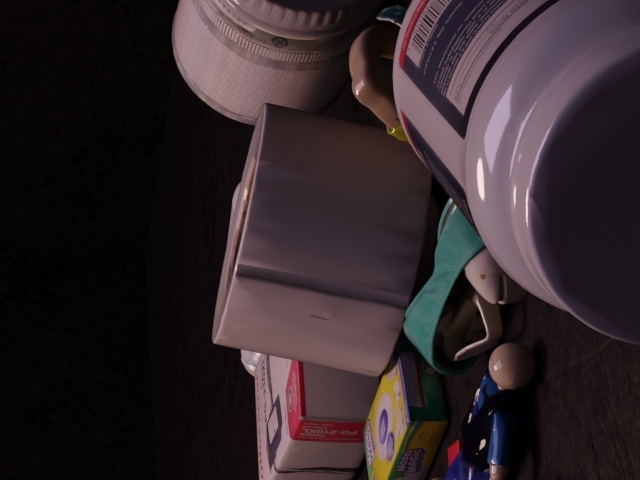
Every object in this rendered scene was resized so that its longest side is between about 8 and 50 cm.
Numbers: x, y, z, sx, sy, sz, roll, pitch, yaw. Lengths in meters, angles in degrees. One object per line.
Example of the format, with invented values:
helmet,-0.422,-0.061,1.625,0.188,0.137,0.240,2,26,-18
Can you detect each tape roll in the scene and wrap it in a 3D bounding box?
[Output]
tape roll,0.000,0.000,1.647,0.246,0.169,0.246,-168,90,-83

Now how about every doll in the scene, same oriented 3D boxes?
doll,0.135,0.160,1.362,0.129,0.046,0.189,-88,14,-54

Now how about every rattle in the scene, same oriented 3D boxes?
rattle,0.108,-0.187,1.520,0.142,0.130,0.199,-63,-2,39

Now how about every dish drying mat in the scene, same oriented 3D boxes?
dish drying mat,0.123,0.222,1.498,0.032,0.008,0.083,121,151,-64

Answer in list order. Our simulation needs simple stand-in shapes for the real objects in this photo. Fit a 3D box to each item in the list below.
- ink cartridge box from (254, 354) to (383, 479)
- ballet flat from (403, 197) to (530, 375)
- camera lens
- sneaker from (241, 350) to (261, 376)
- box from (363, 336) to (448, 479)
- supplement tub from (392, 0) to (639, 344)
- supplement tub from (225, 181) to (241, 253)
ink cartridge box,-0.005,0.174,1.887,0.237,0.100,0.172,112,158,-57
ballet flat,0.133,0.031,1.363,0.087,0.083,0.247,58,152,26
camera lens,-0.046,-0.271,1.887,0.274,0.219,0.219,118,152,-64
sneaker,-0.070,0.118,2.292,0.086,0.085,0.237,-57,16,12
box,0.078,0.188,1.636,0.179,0.043,0.105,103,165,-46
supplement tub,0.158,-0.070,0.951,0.272,0.191,0.191,-117,31,-67
supplement tub,-0.037,0.003,1.970,0.144,0.144,0.199,-106,22,-57
